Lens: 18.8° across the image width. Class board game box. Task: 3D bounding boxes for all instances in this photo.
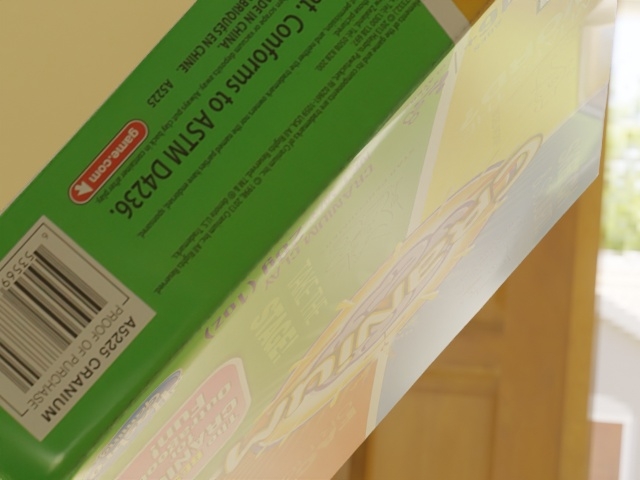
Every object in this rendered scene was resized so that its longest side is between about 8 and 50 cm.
[{"bbox_3d":[0.000,0.000,0.657,0.064,0.242,0.316,40,-7,14],"label":"board game box"}]
